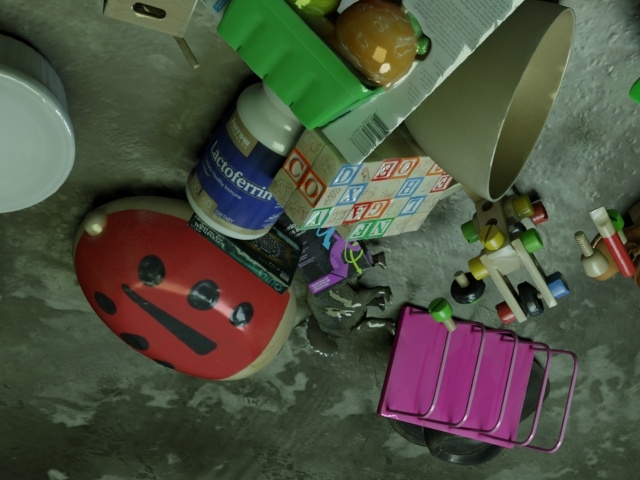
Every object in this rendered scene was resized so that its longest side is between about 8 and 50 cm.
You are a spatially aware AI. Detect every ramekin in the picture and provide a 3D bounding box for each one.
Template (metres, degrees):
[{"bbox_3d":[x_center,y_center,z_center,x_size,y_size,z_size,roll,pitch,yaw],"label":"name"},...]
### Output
[{"bbox_3d":[-0.484,-0.176,1.641,0.273,0.127,0.273,-4,135,-4],"label":"ramekin"}]

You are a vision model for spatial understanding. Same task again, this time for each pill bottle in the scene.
[{"bbox_3d":[-0.080,-0.139,1.711,0.153,0.153,0.265,19,128,-24],"label":"pill bottle"}]

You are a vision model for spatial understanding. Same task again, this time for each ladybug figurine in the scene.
[{"bbox_3d":[-0.224,0.097,1.916,0.305,0.162,0.449,-35,128,25],"label":"ladybug figurine"}]

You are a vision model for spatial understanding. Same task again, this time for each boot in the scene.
[{"bbox_3d":[0.530,0.039,1.959,0.073,0.152,0.197,12,131,-19],"label":"boot"}]

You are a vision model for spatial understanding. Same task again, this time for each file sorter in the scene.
[{"bbox_3d":[0.287,0.252,2.057,0.290,0.202,0.182,17,171,-22],"label":"file sorter"}]

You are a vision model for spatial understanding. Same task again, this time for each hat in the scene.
[{"bbox_3d":[0.296,0.353,2.252,0.331,0.134,0.331,-3,134,-3],"label":"hat"}]

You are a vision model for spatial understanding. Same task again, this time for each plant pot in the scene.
[{"bbox_3d":[0.212,-0.222,1.619,0.191,0.284,0.284,25,136,18],"label":"plant pot"}]

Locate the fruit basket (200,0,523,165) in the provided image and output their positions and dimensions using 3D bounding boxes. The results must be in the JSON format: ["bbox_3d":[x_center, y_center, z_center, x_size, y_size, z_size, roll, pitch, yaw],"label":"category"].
[{"bbox_3d":[0.056,-0.329,1.495,0.327,0.165,0.353,46,107,4],"label":"fruit basket"}]

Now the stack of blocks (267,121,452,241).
[{"bbox_3d":[0.068,-0.088,1.700,0.297,0.087,0.171,-9,142,-46],"label":"stack of blocks"}]

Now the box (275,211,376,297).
[{"bbox_3d":[0.000,0.000,1.891,0.116,0.029,0.162,-29,99,20],"label":"box"}]

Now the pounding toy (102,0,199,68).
[{"bbox_3d":[-0.214,-0.321,1.532,0.141,0.130,0.100,14,131,-20],"label":"pounding toy"}]

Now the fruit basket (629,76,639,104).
[{"bbox_3d":[0.664,-0.220,1.644,0.392,0.392,0.283,8,129,-15],"label":"fruit basket"}]

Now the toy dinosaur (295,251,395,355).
[{"bbox_3d":[0.039,0.099,1.982,0.160,0.121,0.313,-10,138,-7],"label":"toy dinosaur"}]

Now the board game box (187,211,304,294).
[{"bbox_3d":[-0.114,-0.008,1.815,0.186,0.126,0.026,38,121,-12],"label":"board game box"}]

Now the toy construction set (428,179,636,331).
[{"bbox_3d":[0.307,-0.031,1.785,0.309,0.257,0.237,-6,133,37],"label":"toy construction set"}]
